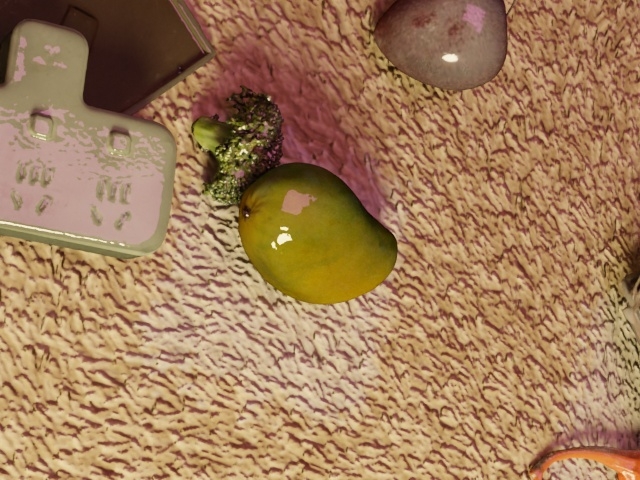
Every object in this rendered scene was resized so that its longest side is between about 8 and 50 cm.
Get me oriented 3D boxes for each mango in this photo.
[{"bbox_3d":[-0.003,0.002,1.436,0.191,0.085,0.122,43,78,-35],"label":"mango"}]

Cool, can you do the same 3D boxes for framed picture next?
[{"bbox_3d":[-0.236,-0.190,1.375,0.260,0.023,0.189,-39,103,-29],"label":"framed picture"}]

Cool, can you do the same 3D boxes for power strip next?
[{"bbox_3d":[-0.256,-0.097,1.304,0.265,0.059,0.193,11,77,-27],"label":"power strip"}]

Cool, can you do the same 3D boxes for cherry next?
[{"bbox_3d":[0.131,-0.252,1.546,0.115,0.148,0.188,-42,130,-65],"label":"cherry"}]

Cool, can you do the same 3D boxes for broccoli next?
[{"bbox_3d":[-0.082,-0.091,1.434,0.092,0.097,0.095,21,39,16],"label":"broccoli"}]

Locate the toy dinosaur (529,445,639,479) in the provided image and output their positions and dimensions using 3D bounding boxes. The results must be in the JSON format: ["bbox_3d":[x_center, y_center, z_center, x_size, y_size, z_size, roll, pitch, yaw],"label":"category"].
[{"bbox_3d":[0.358,0.271,1.643,0.280,0.055,0.101,-3,73,-31],"label":"toy dinosaur"}]

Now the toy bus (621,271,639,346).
[{"bbox_3d":[0.460,0.129,1.627,0.143,0.179,0.305,-6,69,-47],"label":"toy bus"}]
